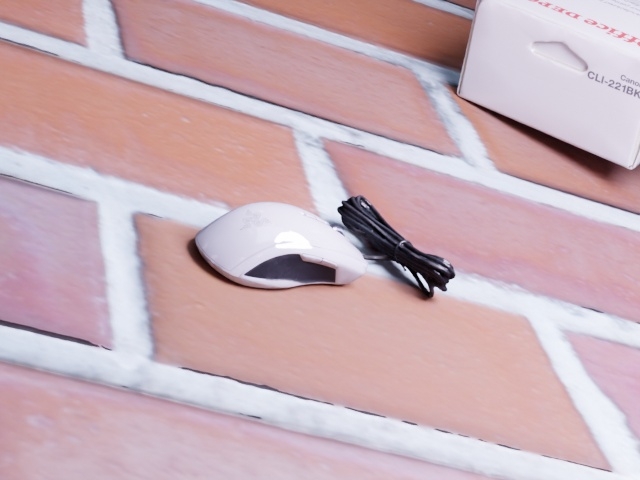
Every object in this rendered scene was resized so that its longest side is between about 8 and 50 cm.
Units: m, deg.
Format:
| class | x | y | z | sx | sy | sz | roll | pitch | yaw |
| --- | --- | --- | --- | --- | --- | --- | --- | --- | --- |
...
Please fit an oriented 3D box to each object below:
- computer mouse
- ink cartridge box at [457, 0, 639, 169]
| class | x | y | z | sx | sy | sz | roll | pitch | yaw |
| --- | --- | --- | --- | --- | --- | --- | --- | --- | --- |
| computer mouse | 0.000 | 0.000 | 1.194 | 0.193 | 0.042 | 0.106 | 0 | 36 | -44 |
| ink cartridge box | 0.288 | -0.193 | 1.683 | 0.197 | 0.114 | 0.273 | 26 | 33 | 24 |
